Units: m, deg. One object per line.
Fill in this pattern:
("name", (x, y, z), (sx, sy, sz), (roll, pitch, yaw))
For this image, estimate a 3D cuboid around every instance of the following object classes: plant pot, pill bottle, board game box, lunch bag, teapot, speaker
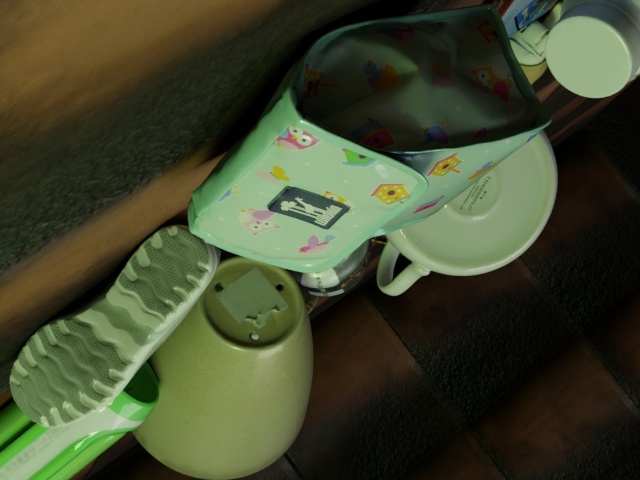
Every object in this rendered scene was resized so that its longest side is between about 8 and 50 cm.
("plant pot", (-0.112, 0.134, 1.626), (0.256, 0.256, 0.274), (-34, 164, -28))
("pill bottle", (0.350, -0.263, 1.486), (0.229, 0.131, 0.131), (-47, -179, -40))
("board game box", (0.237, -0.282, 1.375), (0.145, 0.027, 0.281), (-34, 173, -17))
("lunch bag", (0.030, -0.082, 1.127), (0.262, 0.160, 0.223), (-18, 167, -36))
("teapot", (0.167, -0.079, 1.653), (0.256, 0.252, 0.187), (-19, -165, -5))
("speaker", (-0.338, 0.241, 1.576), (0.296, 0.131, 0.131), (-39, 173, 16))
("pill bottle", (0.000, 0.000, 1.651), (0.130, 0.130, 0.245), (-37, 173, -1))

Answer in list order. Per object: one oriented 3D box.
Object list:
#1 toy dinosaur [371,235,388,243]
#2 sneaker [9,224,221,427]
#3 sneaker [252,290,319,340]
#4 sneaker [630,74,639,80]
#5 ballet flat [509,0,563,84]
("toy dinosaur", (0.143, -0.059, 1.860), (0.218, 0.322, 0.164), (-46, 141, -41))
("sneaker", (-0.201, 0.094, 1.346), (0.281, 0.105, 0.115), (-39, 173, 14))
("sneaker", (-0.137, 0.147, 2.096), (0.282, 0.099, 0.153), (-28, 167, -16))
("sneaker", (0.558, -0.349, 2.133), (0.147, 0.145, 0.385), (-41, 174, 36))
("ballet flat", (0.262, -0.253, 1.558), (0.232, 0.080, 0.073), (-44, 169, -33))
